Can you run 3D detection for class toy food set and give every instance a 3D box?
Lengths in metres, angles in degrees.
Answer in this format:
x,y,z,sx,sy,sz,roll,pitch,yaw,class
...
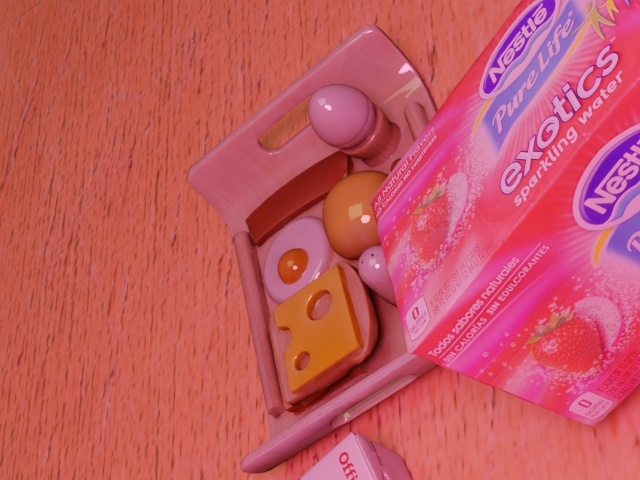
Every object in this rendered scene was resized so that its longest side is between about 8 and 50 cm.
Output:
x,y,z,sx,sy,sz,roll,pitch,yaw,class
0.000,0.000,0.927,0.219,0.092,0.306,-36,44,23,toy food set

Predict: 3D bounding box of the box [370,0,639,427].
x,y,z,sx,sy,sz,roll,pitch,yaw,class
0.173,-0.061,0.689,0.300,0.142,0.154,-53,27,28,box

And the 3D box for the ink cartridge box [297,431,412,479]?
x,y,z,sx,sy,sz,roll,pitch,yaw,class
0.008,0.209,0.810,0.135,0.056,0.099,-44,42,16,ink cartridge box
